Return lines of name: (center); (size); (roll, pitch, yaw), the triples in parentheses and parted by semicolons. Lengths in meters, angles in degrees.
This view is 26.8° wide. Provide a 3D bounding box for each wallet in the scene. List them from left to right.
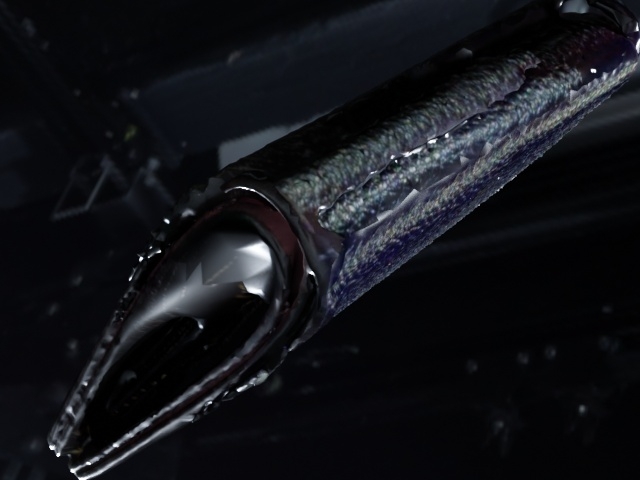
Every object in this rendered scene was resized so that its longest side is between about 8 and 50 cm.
wallet: (0.000, 0.000, 0.601); (0.071, 0.221, 0.262); (50, -39, 4)
